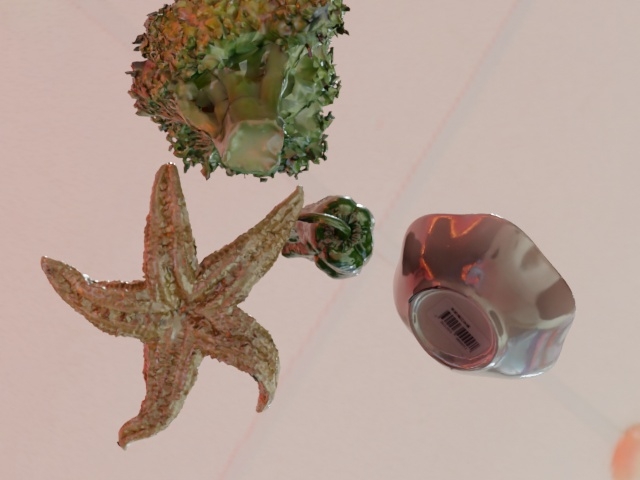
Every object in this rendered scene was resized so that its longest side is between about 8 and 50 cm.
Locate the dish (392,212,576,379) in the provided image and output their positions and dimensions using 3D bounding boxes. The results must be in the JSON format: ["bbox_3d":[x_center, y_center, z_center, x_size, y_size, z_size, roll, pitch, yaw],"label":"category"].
[{"bbox_3d":[0.135,0.066,1.310,0.066,0.190,0.191,-44,-64,-43],"label":"dish"}]

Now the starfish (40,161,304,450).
[{"bbox_3d":[-0.119,0.052,1.217,0.235,0.062,0.277,35,-84,-9],"label":"starfish"}]

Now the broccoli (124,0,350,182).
[{"bbox_3d":[-0.051,-0.115,1.125,0.194,0.194,0.220,25,-65,-29],"label":"broccoli"}]

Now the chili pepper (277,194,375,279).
[{"bbox_3d":[0.001,-0.006,1.394,0.100,0.257,0.074,45,-103,-10],"label":"chili pepper"}]
